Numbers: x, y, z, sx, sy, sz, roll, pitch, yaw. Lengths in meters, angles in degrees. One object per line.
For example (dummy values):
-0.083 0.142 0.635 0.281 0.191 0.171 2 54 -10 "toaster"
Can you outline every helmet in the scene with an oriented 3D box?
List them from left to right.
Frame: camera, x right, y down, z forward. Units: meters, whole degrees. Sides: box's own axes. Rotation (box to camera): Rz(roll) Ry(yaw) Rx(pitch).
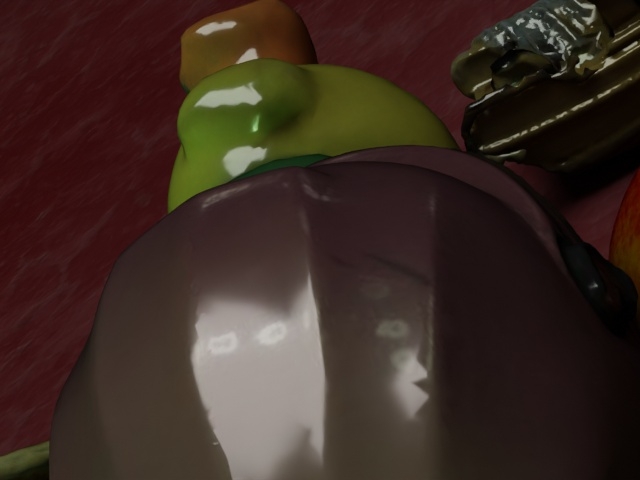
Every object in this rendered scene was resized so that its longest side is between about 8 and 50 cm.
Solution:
0.000 0.091 0.659 0.271 0.197 0.338 -23 68 20 "helmet"

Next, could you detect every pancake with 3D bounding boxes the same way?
-0.251 0.168 1.040 0.250 0.031 0.250 -16 -6 -2 "pancake"

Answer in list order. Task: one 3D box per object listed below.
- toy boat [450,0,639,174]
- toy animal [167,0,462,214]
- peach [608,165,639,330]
0.269 -0.200 0.961 0.445 0.162 0.136 -31 24 15 "toy boat"
0.003 0.000 0.953 0.191 0.216 0.338 -8 33 2 "toy animal"
0.200 -0.001 0.771 0.151 0.118 0.151 -43 12 11 "peach"
